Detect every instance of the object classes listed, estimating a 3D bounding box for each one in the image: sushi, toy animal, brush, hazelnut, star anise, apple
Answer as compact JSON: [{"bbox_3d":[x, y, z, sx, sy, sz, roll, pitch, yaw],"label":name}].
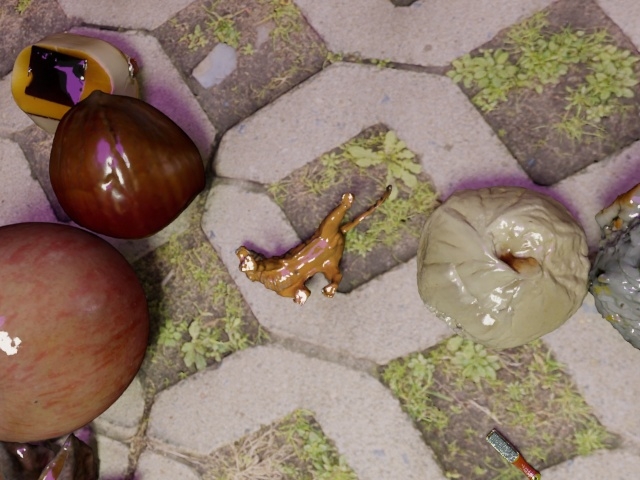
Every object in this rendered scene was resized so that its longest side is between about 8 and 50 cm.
[{"bbox_3d":[0.434,0.050,0.580,0.274,0.139,0.184,43,73,11],"label":"sushi"},{"bbox_3d":[0.003,0.008,0.750,0.255,0.116,0.114,-31,101,5],"label":"toy animal"},{"bbox_3d":[0.255,0.287,0.683,0.083,0.021,0.019,44,94,14],"label":"brush"},{"bbox_3d":[-0.297,-0.112,0.771,0.230,0.229,0.229,-1,84,15],"label":"hazelnut"},{"bbox_3d":[-0.421,0.451,0.801,0.332,0.117,0.331,0,88,7],"label":"star anise"},{"bbox_3d":[-0.419,0.131,0.730,0.345,0.269,0.344,3,100,19],"label":"apple"}]

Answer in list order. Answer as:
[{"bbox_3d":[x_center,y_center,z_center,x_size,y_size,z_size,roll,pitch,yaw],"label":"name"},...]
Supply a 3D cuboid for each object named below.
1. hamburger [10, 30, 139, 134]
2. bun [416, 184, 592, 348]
[{"bbox_3d":[-0.404,-0.257,0.869,0.210,0.116,0.172,11,95,11],"label":"hamburger"},{"bbox_3d":[0.230,0.030,0.655,0.221,0.134,0.220,-1,82,11],"label":"bun"}]
